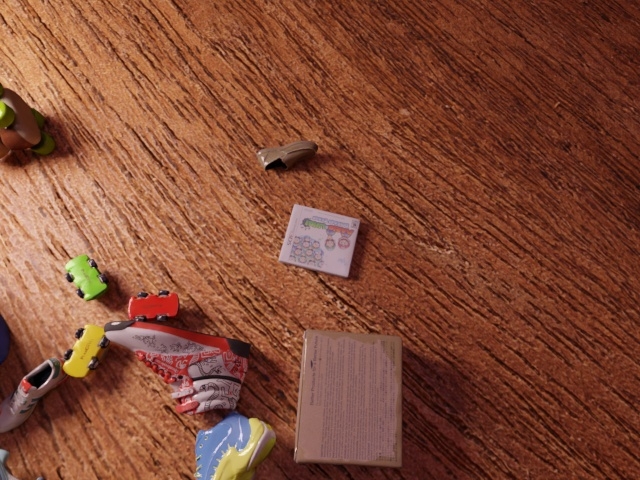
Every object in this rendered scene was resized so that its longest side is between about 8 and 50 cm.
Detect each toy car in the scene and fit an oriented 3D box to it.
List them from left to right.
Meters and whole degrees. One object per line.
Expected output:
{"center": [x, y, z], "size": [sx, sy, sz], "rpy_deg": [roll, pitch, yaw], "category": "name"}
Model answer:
{"center": [-0.724, -0.234, 0.982], "size": [0.189, 0.155, 0.148], "rpy_deg": [-32, 74, -3], "category": "toy car"}
{"center": [-0.430, 0.125, 0.904], "size": [0.239, 0.053, 0.225], "rpy_deg": [-35, 75, -18], "category": "toy car"}

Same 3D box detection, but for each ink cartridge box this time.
{"center": [0.055, 0.298, 0.857], "size": [0.194, 0.088, 0.234], "rpy_deg": [5, 68, -1], "category": "ink cartridge box"}

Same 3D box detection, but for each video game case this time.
{"center": [0.000, 0.000, 1.010], "size": [0.157, 0.019, 0.143], "rpy_deg": [14, 68, 0], "category": "video game case"}

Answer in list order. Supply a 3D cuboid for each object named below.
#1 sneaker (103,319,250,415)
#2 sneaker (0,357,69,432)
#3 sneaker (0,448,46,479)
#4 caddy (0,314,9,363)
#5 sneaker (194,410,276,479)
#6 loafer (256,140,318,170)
{"center": [-0.268, 0.237, 0.824], "size": [0.270, 0.090, 0.144], "rpy_deg": [16, 68, -20], "category": "sneaker"}
{"center": [-0.538, 0.277, 0.820], "size": [0.057, 0.075, 0.161], "rpy_deg": [40, 70, 11], "category": "sneaker"}
{"center": [-0.480, 0.460, 0.734], "size": [0.110, 0.122, 0.283], "rpy_deg": [-36, 95, 24], "category": "sneaker"}
{"center": [-0.745, 0.155, 0.797], "size": [0.341, 0.179, 0.241], "rpy_deg": [41, 70, 12], "category": "caddy"}
{"center": [-0.188, 0.416, 0.802], "size": [0.126, 0.091, 0.240], "rpy_deg": [27, 67, 26], "category": "sneaker"}
{"center": [-0.076, -0.196, 1.067], "size": [0.148, 0.056, 0.050], "rpy_deg": [-12, 70, 1], "category": "loafer"}
